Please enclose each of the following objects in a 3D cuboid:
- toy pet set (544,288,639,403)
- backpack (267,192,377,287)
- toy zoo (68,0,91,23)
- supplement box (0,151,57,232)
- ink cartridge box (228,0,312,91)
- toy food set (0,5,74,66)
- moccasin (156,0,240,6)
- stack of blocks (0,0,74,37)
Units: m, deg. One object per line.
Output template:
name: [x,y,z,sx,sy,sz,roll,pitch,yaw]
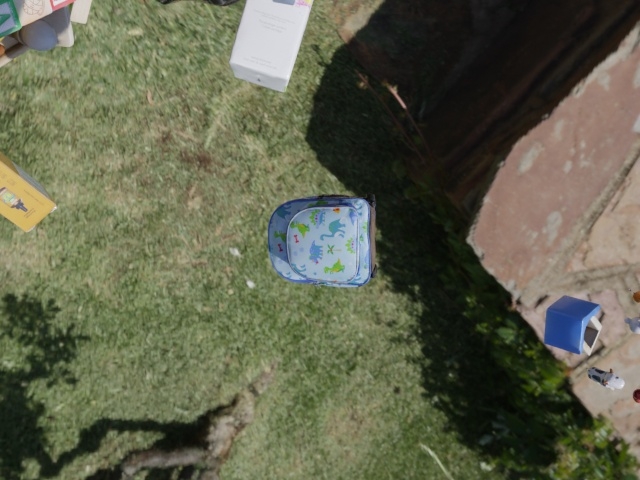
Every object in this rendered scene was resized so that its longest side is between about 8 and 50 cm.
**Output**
toy pet set: [0.310,0.094,0.739,0.065,0.114,0.122,40,73,-45]
backpack: [0.000,0.000,0.754,0.115,0.084,0.104,0,92,14]
toy zoo: [-0.427,-0.554,1.220,0.030,0.293,0.192,4,139,-32]
supplement box: [-0.580,-0.113,1.211,0.078,0.080,0.233,-42,142,-5]
ink cartridge box: [-0.070,-0.481,1.312,0.119,0.207,0.353,16,94,-6]
toy food set: [-0.481,-0.309,0.973,0.093,0.306,0.219,23,138,13]
moccasin: [-0.160,-0.433,1.041,0.147,0.380,0.139,-42,116,-14]
stack of blocks: [-0.368,-0.358,0.691,0.171,0.087,0.297,-41,155,-29]
